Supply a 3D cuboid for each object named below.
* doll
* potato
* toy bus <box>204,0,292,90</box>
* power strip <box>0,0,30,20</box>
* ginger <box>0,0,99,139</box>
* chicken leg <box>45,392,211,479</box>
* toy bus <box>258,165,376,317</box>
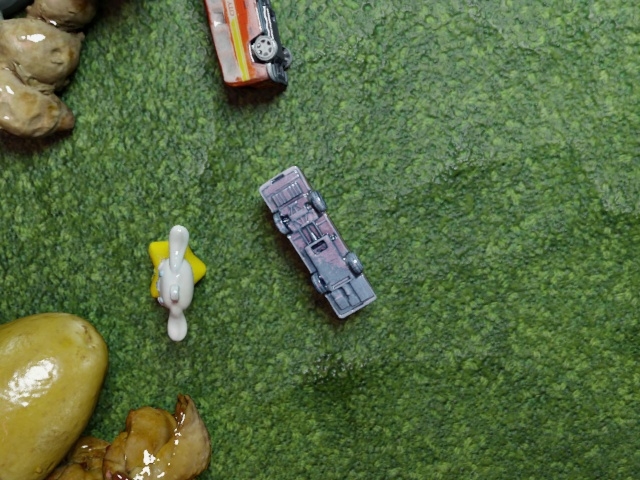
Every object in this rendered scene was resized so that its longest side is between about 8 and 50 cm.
[{"bbox_3d":[-0.174,0.055,0.575,0.071,0.113,0.136,0,81,-18],"label":"doll"},{"bbox_3d":[-0.341,0.169,0.579,0.158,0.203,0.178,-37,125,-15],"label":"potato"},{"bbox_3d":[-0.088,-0.259,0.532,0.077,0.079,0.175,-10,100,13],"label":"toy bus"},{"bbox_3d":[-0.425,-0.344,0.534,0.167,0.054,0.253,-37,98,11],"label":"power strip"},{"bbox_3d":[-0.322,-0.217,0.543,0.104,0.080,0.204,14,105,-41],"label":"ginger"},{"bbox_3d":[-0.194,0.362,0.621,0.409,0.182,0.295,26,84,-7],"label":"chicken leg"},{"bbox_3d":[0.000,0.000,0.577,0.064,0.075,0.191,-30,100,8],"label":"toy bus"}]
